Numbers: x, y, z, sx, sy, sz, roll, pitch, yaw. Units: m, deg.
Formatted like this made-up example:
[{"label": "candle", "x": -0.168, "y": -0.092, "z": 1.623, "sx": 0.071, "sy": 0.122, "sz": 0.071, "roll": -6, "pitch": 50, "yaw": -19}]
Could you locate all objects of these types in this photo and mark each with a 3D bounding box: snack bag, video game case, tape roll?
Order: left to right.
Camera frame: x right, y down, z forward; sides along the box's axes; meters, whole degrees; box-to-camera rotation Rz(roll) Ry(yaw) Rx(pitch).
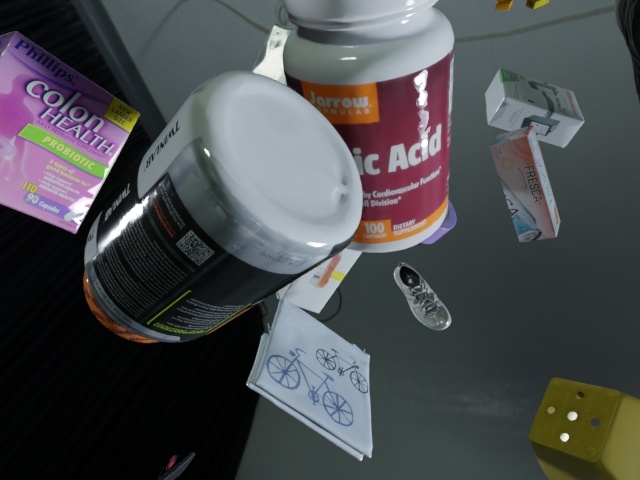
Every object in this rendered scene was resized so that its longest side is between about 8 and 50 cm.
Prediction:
[{"label": "video game case", "x": -0.078, "y": -0.423, "z": 1.172, "sx": 0.184, "sy": 0.023, "sz": 0.201, "roll": 26, "pitch": 91, "yaw": 13}, {"label": "snack bag", "x": -0.008, "y": 0.307, "z": 1.121, "sx": 0.323, "sy": 0.342, "sz": 0.037, "roll": 36, "pitch": 114, "yaw": -13}, {"label": "tape roll", "x": 0.297, "y": -0.089, "z": 1.357, "sx": 0.189, "sy": 0.189, "sz": 0.080, "roll": 34, "pitch": 131, "yaw": -10}]

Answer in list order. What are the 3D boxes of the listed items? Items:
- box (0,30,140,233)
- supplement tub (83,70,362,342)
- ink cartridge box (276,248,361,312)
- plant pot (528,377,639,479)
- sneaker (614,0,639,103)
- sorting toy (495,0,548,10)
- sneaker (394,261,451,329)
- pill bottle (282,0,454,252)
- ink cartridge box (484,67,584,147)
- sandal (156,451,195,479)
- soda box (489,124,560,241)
[{"label": "box", "x": -0.465, "y": -0.168, "z": 0.770, "sx": 0.117, "sy": 0.242, "sz": 0.214, "roll": 16, "pitch": 168, "yaw": 42}, {"label": "supplement tub", "x": -0.124, "y": -0.009, "z": 0.504, "sx": 0.194, "sy": 0.193, "sz": 0.316, "roll": 42, "pitch": 130, "yaw": -17}, {"label": "ink cartridge box", "x": 0.000, "y": 0.000, "z": 1.538, "sx": 0.161, "sy": 0.279, "sz": 0.384, "roll": 24, "pitch": 111, "yaw": -26}, {"label": "plant pot", "x": 0.548, "y": 0.393, "z": 0.932, "sx": 0.187, "sy": 0.212, "sz": 0.212, "roll": 41, "pitch": 159, "yaw": -19}, {"label": "sneaker", "x": 0.442, "y": -0.215, "z": 0.580, "sx": 0.087, "sy": 0.130, "sz": 0.227, "roll": -21, "pitch": 110, "yaw": 33}, {"label": "sorting toy", "x": 0.480, "y": -0.633, "z": 1.032, "sx": 0.229, "sy": 0.306, "sz": 0.041, "roll": 8, "pitch": 158, "yaw": 14}, {"label": "sneaker", "x": 0.347, "y": 0.196, "z": 1.647, "sx": 0.281, "sy": 0.105, "sz": 0.115, "roll": 51, "pitch": 178, "yaw": 24}, {"label": "pill bottle", "x": 0.071, "y": -0.192, "z": 0.657, "sx": 0.224, "sy": 0.224, "sz": 0.391, "roll": 5, "pitch": 134, "yaw": 18}, {"label": "ink cartridge box", "x": 0.746, "y": -0.470, "z": 1.651, "sx": 0.290, "sy": 0.211, "sz": 0.121, "roll": 16, "pitch": 138, "yaw": -4}, {"label": "sandal", "x": -0.369, "y": 0.560, "z": 1.140, "sx": 0.040, "sy": 0.179, "sz": 0.067, "roll": 35, "pitch": 104, "yaw": 16}, {"label": "soda box", "x": 0.341, "y": -0.092, "z": 0.775, "sx": 0.063, "sy": 0.058, "sz": 0.183, "roll": -11, "pitch": 111, "yaw": 38}]
